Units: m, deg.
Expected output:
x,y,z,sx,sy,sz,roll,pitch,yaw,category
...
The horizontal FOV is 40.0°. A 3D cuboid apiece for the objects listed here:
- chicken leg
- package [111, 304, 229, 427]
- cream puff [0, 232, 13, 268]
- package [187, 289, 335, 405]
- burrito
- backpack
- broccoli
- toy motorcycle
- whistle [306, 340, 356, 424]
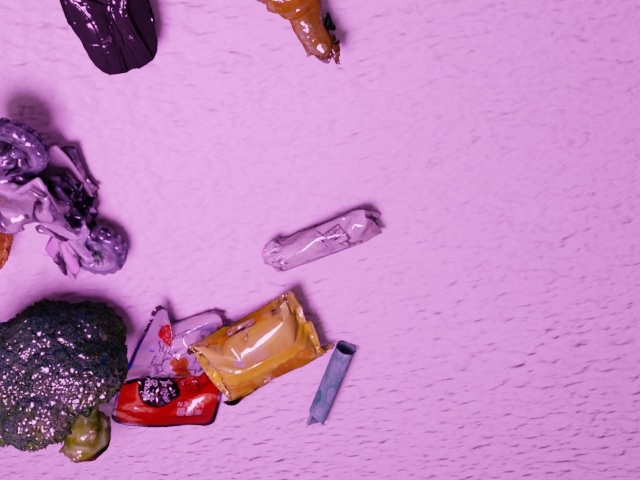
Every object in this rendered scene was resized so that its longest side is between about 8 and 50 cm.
x,y,z,sx,sy,sz,roll,pitch,yaw,category
-0.040,-0.339,1.210,0.103,0.088,0.228,-20,123,5,chicken leg
-0.258,0.228,1.571,0.193,0.071,0.270,11,125,-9,package
-0.566,-0.011,1.437,0.126,0.103,0.144,-30,101,42,cream puff
-0.102,0.186,1.504,0.226,0.090,0.168,-26,125,6,package
0.000,0.000,1.412,0.203,0.064,0.064,-18,117,15,burrito
-0.296,-0.318,1.231,0.119,0.106,0.165,-16,137,-10,backpack
-0.443,0.236,1.486,0.297,0.298,0.297,-4,135,8,broccoli
-0.448,-0.055,1.390,0.188,0.143,0.327,-10,134,21,toy motorcycle
0.017,0.261,1.576,0.039,0.039,0.186,17,120,-4,whistle
